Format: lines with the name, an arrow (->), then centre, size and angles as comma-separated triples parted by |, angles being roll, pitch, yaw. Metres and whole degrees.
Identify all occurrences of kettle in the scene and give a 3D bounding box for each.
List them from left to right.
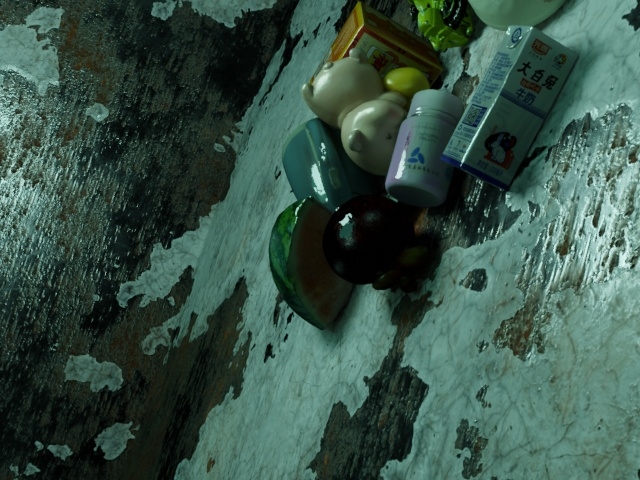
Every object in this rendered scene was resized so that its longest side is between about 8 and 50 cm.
kettle -> 0.028, -0.182, 2.096 | 0.247, 0.319, 0.342 | -19, 42, 2

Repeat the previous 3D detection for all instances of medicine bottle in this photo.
medicine bottle -> 0.252, -0.217, 1.794 | 0.152, 0.152, 0.254 | -15, 55, 63

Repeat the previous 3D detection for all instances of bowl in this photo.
bowl -> 0.422, -0.615, 1.665 | 0.277, 0.145, 0.276 | -11, 72, 38

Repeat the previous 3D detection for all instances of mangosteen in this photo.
mangosteen -> 0.130, 0.020, 1.760 | 0.265, 0.228, 0.228 | 49, 125, 16

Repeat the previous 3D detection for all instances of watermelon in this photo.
watermelon -> -0.037, 0.093, 2.015 | 0.319, 0.292, 0.222 | -34, 34, 40

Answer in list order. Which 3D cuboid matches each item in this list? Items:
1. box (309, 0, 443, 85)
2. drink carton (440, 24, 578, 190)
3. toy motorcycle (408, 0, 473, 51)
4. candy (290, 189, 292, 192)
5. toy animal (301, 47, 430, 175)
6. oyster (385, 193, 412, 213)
box -> 0.145, -0.456, 2.105 | 0.283, 0.260, 0.213 | -54, 18, 30
drink carton -> 0.387, -0.273, 1.559 | 0.314, 0.131, 0.106 | -63, 23, 9
toy motorcycle -> 0.317, -0.640, 2.040 | 0.206, 0.142, 0.342 | 110, 164, -46
candy -> 0.035, -0.261, 2.340 | 0.081, 0.187, 0.297 | 54, 130, 19
toy animal -> 0.144, -0.311, 1.918 | 0.278, 0.345, 0.246 | -31, 33, 30
oyster -> 0.159, -0.046, 1.928 | 0.252, 0.087, 0.199 | -64, 11, -10
